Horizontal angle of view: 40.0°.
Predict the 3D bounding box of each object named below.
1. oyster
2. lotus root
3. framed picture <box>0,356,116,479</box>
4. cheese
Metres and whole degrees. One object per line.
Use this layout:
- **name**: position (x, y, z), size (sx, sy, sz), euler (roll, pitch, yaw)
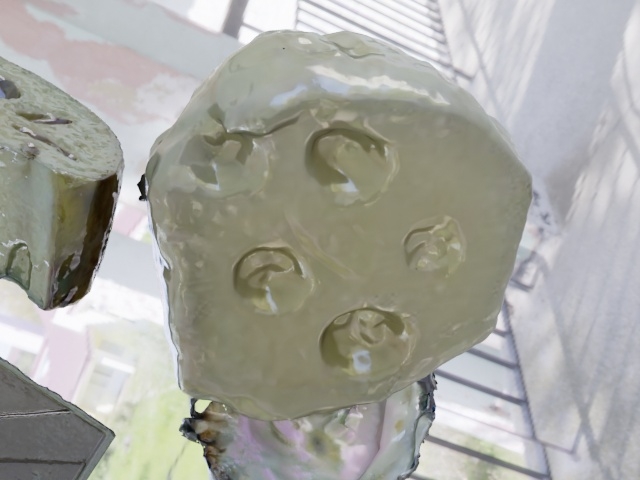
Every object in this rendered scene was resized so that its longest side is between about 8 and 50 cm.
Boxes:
- **oyster**: position (0.004, 0.158, 0.823), size (0.259, 0.198, 0.092), euler (-40, -13, -29)
- **lotus root**: position (-0.250, -0.062, 0.668), size (0.119, 0.235, 0.138), euler (-61, -4, 26)
- **framed picture**: position (-0.363, 0.204, 0.872), size (0.192, 0.265, 0.018), euler (-57, 17, -17)
- **cheese**: position (0.000, 0.000, 0.685), size (0.326, 0.318, 0.115), euler (-40, 33, 12)
